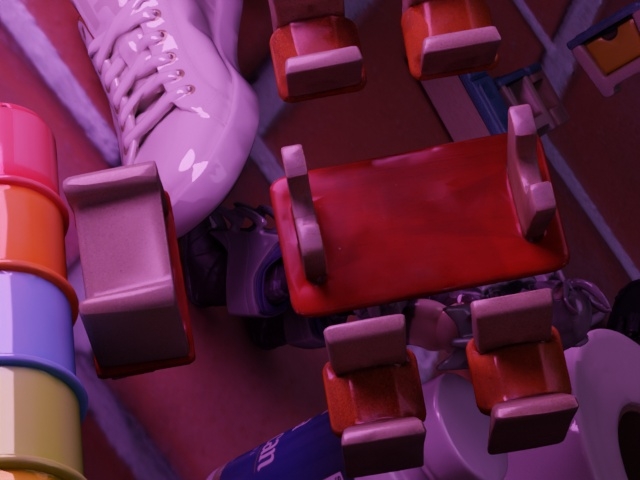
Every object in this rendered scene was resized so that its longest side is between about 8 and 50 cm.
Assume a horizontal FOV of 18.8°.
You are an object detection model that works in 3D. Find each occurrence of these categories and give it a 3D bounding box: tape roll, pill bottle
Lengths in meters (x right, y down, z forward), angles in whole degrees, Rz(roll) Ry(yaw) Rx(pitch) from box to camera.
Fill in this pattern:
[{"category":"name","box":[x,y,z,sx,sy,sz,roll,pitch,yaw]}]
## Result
[{"category":"tape roll","box":[0.173,0.205,1.328,0.246,0.169,0.246,42,31,-32]},{"category":"pill bottle","box":[0.020,0.142,1.120,0.094,0.169,0.094,42,31,-33]}]

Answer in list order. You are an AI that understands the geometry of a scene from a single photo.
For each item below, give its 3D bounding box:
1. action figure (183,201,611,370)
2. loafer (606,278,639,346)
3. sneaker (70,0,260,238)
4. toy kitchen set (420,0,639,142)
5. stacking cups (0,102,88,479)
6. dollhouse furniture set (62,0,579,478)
[{"category":"action figure","box":[0.049,0.028,1.171,0.185,0.285,0.099,12,85,-51]},{"category":"loafer","box":[0.284,0.138,1.669,0.095,0.109,0.302,37,37,-31]},{"category":"sneaker","box":[-0.116,-0.113,1.236,0.123,0.106,0.290,36,25,-28]},{"category":"toy kitchen set","box":[0.207,-0.168,1.769,0.122,0.166,0.207,60,26,0]},{"category":"stacking cups","box":[-0.169,0.062,0.982,0.096,0.096,0.316,35,31,-41]},{"category":"dollhouse furniture set","box":[0.000,0.000,1.037,0.135,0.259,0.262,83,-3,-70]}]
